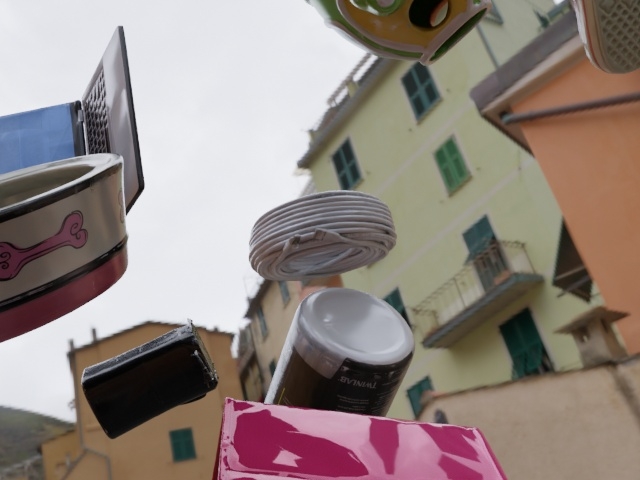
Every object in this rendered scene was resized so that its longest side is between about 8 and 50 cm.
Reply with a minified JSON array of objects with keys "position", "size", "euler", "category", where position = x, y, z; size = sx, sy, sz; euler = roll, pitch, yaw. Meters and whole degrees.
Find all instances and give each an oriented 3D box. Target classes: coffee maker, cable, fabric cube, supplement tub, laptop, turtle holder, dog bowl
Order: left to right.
[{"position":[-0.429,0.018,0.969],"size":[0.408,0.408,0.150],"euler":[-15,-74,-2],"category":"dog bowl"},{"position":[-0.544,-0.171,1.508],"size":[0.236,0.381,0.408],"euler":[4,-29,-34],"category":"laptop"},{"position":[-0.251,0.200,1.117],"size":[0.178,0.120,0.171],"euler":[-26,-9,-8],"category":"coffee maker"},{"position":[0.000,0.000,1.310],"size":[0.257,0.089,0.257],"euler":[1,-21,-39],"category":"cable"},{"position":[0.015,0.267,1.316],"size":[0.207,0.207,0.338],"euler":[2,-55,-28],"category":"supplement tub"},{"position":[0.021,0.317,0.664],"size":[0.258,0.259,0.254],"euler":[8,-75,-7],"category":"fabric cube"},{"position":[0.104,-0.350,0.957],"size":[0.243,0.227,0.320],"euler":[-40,-1,-3],"category":"turtle holder"}]

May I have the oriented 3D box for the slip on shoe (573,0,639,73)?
[{"position":[0.274,-0.328,0.749],"size":[0.123,0.331,0.101],"euler":[-13,6,-17],"category":"slip on shoe"}]
